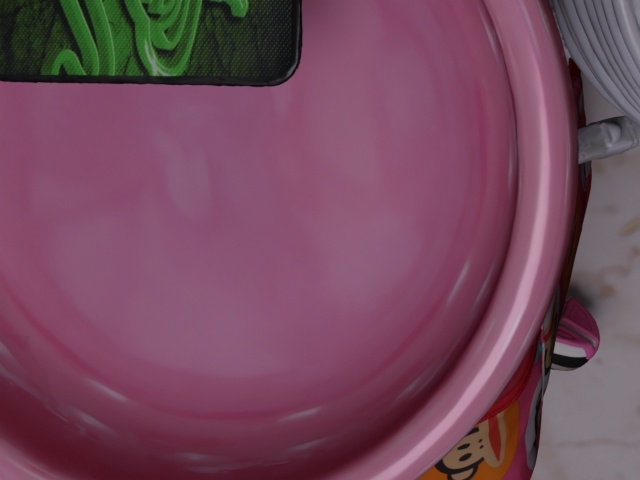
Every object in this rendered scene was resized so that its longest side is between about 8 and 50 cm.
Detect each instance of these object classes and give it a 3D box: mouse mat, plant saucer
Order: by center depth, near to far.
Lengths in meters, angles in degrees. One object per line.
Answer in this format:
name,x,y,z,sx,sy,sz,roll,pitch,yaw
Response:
mouse mat,-0.079,-0.156,0.768,0.152,0.007,0.190,2,100,18
plant saucer,-0.051,-0.039,0.824,0.332,0.084,0.332,3,99,19

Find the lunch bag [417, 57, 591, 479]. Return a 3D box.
lunch bag,0.000,0.000,1.006,0.258,0.293,0.120,3,138,14

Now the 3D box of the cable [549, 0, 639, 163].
cable,0.229,-0.158,0.913,0.257,0.089,0.257,-7,110,-15

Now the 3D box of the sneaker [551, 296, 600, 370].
sneaker,0.080,0.058,1.151,0.170,0.063,0.075,10,120,16
